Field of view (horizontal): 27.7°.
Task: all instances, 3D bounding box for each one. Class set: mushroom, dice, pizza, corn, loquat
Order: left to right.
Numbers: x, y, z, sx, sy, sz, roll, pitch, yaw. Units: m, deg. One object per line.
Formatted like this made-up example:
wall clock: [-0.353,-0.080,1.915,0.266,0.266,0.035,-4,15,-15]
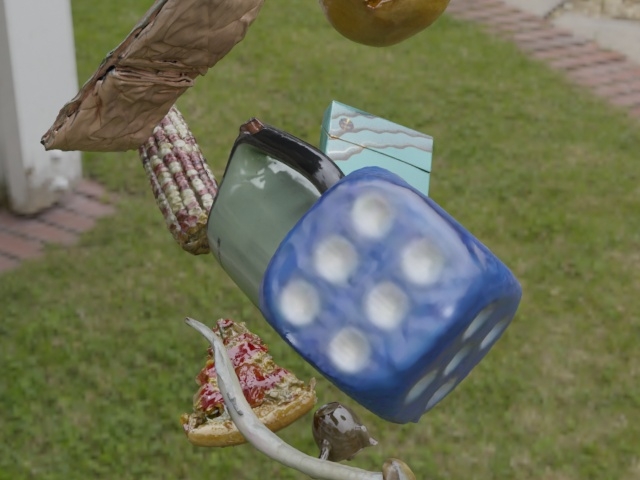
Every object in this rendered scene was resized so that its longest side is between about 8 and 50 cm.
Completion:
corn: [-0.171,-0.092,1.528,0.079,0.079,0.237,-13,62,-22]
pizza: [-0.112,0.176,1.744,0.188,0.062,0.199,-20,55,-7]
mushroom: [-0.036,0.168,1.210,0.306,0.043,0.068,29,72,35]
loquat: [0.090,-0.383,1.873,0.208,0.208,0.208,0,28,0]
dice: [0.050,0.038,0.939,0.146,0.143,0.146,41,4,21]

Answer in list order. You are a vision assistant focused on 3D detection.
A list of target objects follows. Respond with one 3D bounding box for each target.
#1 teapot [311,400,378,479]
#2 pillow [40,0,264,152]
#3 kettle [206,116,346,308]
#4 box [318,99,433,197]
teapot: [0.020,0.263,1.686,0.085,0.080,0.110,-14,18,40]
pillow: [-0.145,-0.156,1.152,0.126,0.232,0.043,1,50,-56]
kettle: [0.000,0.000,1.315,0.165,0.240,0.255,-28,45,-21]
box: [0.070,-0.069,1.773,0.162,0.041,0.229,19,56,-17]
